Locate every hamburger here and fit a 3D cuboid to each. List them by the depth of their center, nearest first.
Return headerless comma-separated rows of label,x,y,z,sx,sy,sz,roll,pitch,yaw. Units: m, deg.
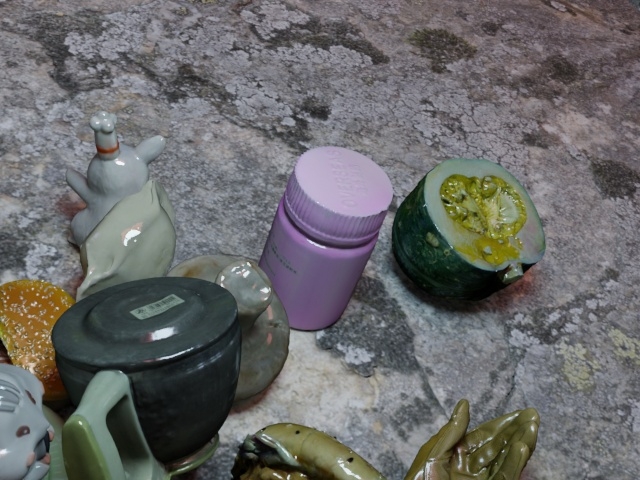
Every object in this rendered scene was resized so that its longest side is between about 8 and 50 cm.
hamburger,-0.009,0.386,1.086,0.318,0.277,0.195,42,56,14
hamburger,-0.425,0.153,1.253,0.173,0.116,0.210,-7,50,-31

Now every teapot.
teapot,-0.204,0.206,1.094,0.239,0.239,0.321,-12,23,-14

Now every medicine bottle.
medicine bottle,0.000,0.000,1.449,0.178,0.291,0.178,11,43,-11

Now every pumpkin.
pumpkin,0.267,0.002,1.630,0.293,0.197,0.263,-4,58,-35

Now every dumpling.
dumpling,-0.304,0.018,1.348,0.132,0.162,0.250,21,57,15

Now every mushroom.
mushroom,-0.141,0.120,1.310,0.243,0.243,0.243,11,44,-11

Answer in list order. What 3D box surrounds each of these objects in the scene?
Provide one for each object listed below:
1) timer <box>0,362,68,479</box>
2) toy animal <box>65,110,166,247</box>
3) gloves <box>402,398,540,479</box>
timer,-0.401,0.266,1.007,0.290,0.315,0.291,12,43,-12
toy animal,-0.345,-0.100,1.434,0.140,0.282,0.138,-9,30,-32
gloves,0.209,0.364,1.285,0.331,0.141,0.154,-31,37,-30
